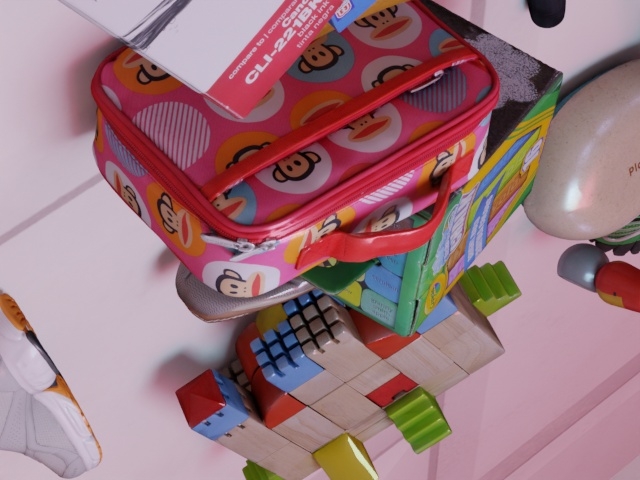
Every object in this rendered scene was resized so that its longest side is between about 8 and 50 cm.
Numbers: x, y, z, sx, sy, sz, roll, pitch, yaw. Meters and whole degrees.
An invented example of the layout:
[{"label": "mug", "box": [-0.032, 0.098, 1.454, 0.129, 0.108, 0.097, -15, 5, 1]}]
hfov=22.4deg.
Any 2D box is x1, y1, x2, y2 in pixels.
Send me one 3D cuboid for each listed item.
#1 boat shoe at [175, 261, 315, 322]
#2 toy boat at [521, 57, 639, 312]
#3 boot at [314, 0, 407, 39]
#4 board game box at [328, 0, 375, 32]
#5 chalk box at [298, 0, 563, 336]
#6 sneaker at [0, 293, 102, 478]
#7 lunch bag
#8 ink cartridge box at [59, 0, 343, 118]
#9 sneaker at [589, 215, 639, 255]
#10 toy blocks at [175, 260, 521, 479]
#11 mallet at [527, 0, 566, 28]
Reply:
[{"label": "boat shoe", "box": [0.000, 0.000, 1.587, 0.324, 0.123, 0.116, -28, 153, -27]}, {"label": "toy boat", "box": [0.334, -0.054, 1.943, 0.267, 0.148, 0.318, -32, 127, -29]}, {"label": "boot", "box": [0.035, -0.187, 1.174, 0.211, 0.295, 0.104, -42, 125, -29]}, {"label": "board game box", "box": [0.037, -0.269, 1.126, 0.210, 0.160, 0.047, -41, 154, -2]}, {"label": "chalk box", "box": [0.058, -0.051, 1.444, 0.289, 0.180, 0.179, -46, 159, -31]}, {"label": "sneaker", "box": [-0.284, 0.150, 1.444, 0.121, 0.099, 0.262, -31, 145, -9]}, {"label": "lunch bag", "box": [-0.010, -0.084, 1.277, 0.293, 0.258, 0.120, -31, 152, -27]}, {"label": "ink cartridge box", "box": [-0.131, -0.207, 0.983, 0.114, 0.197, 0.273, -49, 155, 6]}, {"label": "sneaker", "box": [0.482, -0.121, 2.092, 0.343, 0.134, 0.146, -42, 154, -4]}, {"label": "toy blocks", "box": [0.014, 0.118, 1.725, 0.381, 0.191, 0.261, -33, 147, 11]}, {"label": "mallet", "box": [0.283, -0.289, 1.663, 0.189, 0.039, 0.062, -39, 153, -19]}]
